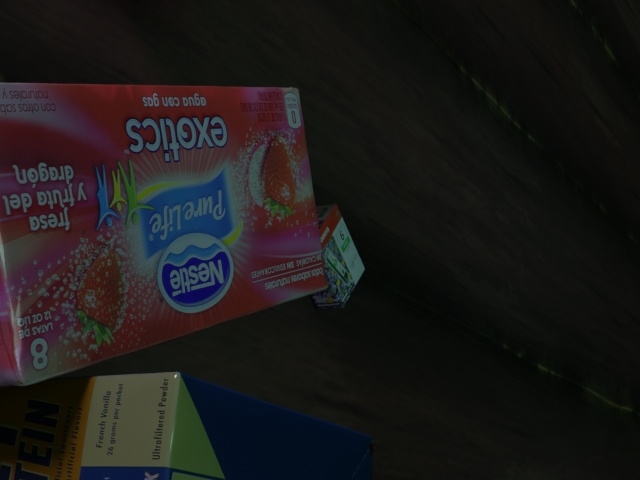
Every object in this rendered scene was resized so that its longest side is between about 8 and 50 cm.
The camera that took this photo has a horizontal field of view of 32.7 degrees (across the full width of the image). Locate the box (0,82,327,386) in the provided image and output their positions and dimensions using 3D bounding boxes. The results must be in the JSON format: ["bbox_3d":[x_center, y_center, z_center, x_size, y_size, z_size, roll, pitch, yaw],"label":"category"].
[{"bbox_3d":[-0.137,-0.011,0.645,0.300,0.154,0.142,-14,96,-61],"label":"box"}]

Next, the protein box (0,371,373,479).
[{"bbox_3d":[-0.106,0.162,0.608,0.199,0.201,0.136,31,58,-54],"label":"protein box"}]

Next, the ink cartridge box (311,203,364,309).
[{"bbox_3d":[0.000,0.000,1.002,0.063,0.029,0.115,-58,133,-47],"label":"ink cartridge box"}]
